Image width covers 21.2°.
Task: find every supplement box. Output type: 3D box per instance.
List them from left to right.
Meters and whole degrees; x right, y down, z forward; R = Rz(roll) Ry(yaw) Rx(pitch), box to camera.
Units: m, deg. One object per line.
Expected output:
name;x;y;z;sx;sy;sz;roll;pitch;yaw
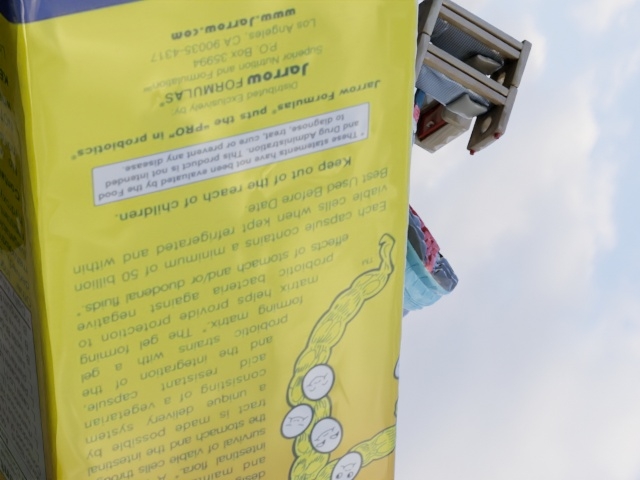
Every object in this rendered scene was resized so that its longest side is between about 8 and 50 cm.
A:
supplement box;-0.083;-0.026;0.860;0.194;0.195;0.356;46;-37;47

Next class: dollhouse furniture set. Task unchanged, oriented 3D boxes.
dollhouse furniture set;0.121;-0.164;1.909;0.184;0.129;0.129;-33;-148;58

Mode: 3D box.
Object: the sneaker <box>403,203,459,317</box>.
sneaker;0.000;0.000;1.172;0.125;0.104;0.262;-33;-166;0

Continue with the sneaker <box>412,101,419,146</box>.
sneaker;-0.008;-0.089;1.746;0.225;0.088;0.092;-15;-128;29
